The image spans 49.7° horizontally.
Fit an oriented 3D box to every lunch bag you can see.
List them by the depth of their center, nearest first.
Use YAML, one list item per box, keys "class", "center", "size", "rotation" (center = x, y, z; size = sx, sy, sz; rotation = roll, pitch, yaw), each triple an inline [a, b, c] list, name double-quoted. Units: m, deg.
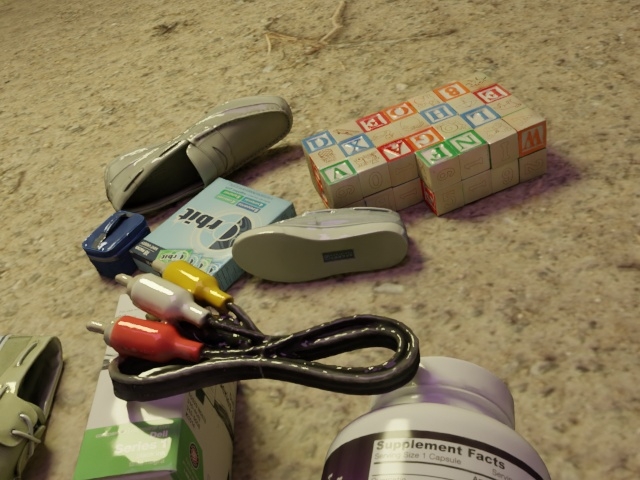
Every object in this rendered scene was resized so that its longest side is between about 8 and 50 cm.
- class: "lunch bag"
  center: [-0.288, 0.000, 0.998]
  size: [0.067, 0.065, 0.098]
  rotation: [11, 47, 29]

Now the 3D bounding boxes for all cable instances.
- class: "cable"
  center: [-0.069, 0.082, 0.568]
  size: [0.287, 0.072, 0.139]
  rotation: [6, 39, 29]

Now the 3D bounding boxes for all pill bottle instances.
- class: "pill bottle"
  center: [0.076, 0.248, 0.492]
  size: [0.181, 0.182, 0.323]
  rotation: [-2, 41, 16]

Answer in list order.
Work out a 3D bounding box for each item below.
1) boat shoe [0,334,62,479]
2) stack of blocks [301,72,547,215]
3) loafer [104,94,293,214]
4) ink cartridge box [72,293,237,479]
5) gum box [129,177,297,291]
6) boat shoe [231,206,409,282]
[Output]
- class: "boat shoe"
  center: [-0.352, 0.203, 0.754]
  size: [0.094, 0.109, 0.302]
  rotation: [-14, 36, -1]
- class: "stack of blocks"
  center: [0.142, -0.119, 0.974]
  size: [0.297, 0.087, 0.171]
  rotation: [-21, 40, -6]
- class: "loafer"
  center: [-0.184, -0.128, 1.089]
  size: [0.319, 0.112, 0.111]
  rotation: [-27, 45, -1]
- class: "ink cartridge box"
  center: [-0.146, 0.173, 0.672]
  size: [0.092, 0.160, 0.220]
  rotation: [-9, 40, 5]
- class: "gum box"
  center: [-0.149, -0.006, 0.978]
  size: [0.156, 0.041, 0.184]
  rotation: [20, 51, 36]
- class: "boat shoe"
  center: [0.000, -0.001, 0.902]
  size: [0.227, 0.079, 0.081]
  rotation: [-4, 32, 6]
